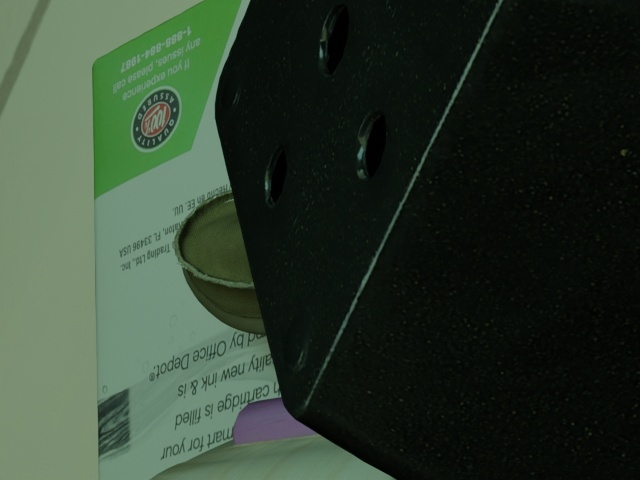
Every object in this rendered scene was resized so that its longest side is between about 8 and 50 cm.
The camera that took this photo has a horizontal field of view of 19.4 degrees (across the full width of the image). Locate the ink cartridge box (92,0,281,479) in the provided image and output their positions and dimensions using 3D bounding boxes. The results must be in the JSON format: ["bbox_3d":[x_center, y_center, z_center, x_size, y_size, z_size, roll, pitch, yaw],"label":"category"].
[{"bbox_3d":[0.017,0.037,0.699,0.198,0.114,0.273,-21,65,42],"label":"ink cartridge box"}]

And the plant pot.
[{"bbox_3d":[0.077,-0.031,0.448,0.187,0.167,0.188,-105,32,-48],"label":"plant pot"}]

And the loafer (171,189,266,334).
[{"bbox_3d":[0.000,0.000,0.585,0.056,0.050,0.148,-43,30,-25],"label":"loafer"}]

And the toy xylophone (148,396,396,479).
[{"bbox_3d":[-0.010,0.199,0.555,0.236,0.081,0.323,-3,87,43],"label":"toy xylophone"}]
